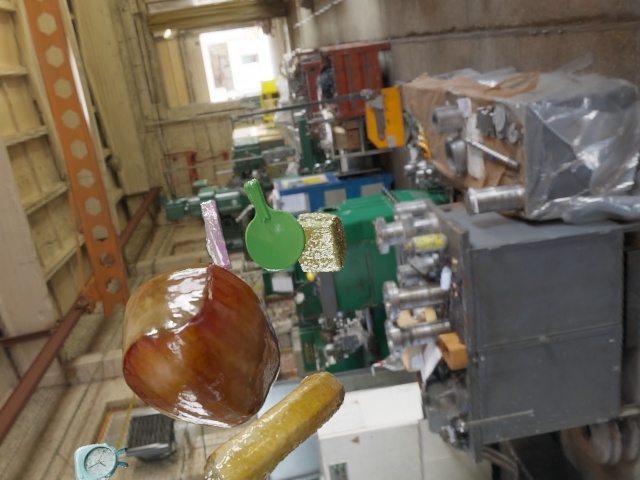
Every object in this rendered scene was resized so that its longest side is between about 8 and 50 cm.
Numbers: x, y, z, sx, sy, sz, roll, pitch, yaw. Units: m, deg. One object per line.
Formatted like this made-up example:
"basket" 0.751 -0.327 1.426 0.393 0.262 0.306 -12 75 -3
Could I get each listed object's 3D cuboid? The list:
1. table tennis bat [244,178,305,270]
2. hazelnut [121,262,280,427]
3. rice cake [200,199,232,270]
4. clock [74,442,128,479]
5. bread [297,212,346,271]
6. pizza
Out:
"table tennis bat" -0.139 -0.042 1.640 0.039 0.160 0.257 -110 -3 -83
"hazelnut" -0.254 0.221 1.293 0.366 0.365 0.366 171 90 -86
"rice cake" -0.260 -0.009 1.517 0.036 0.047 0.207 60 -168 -63
"clock" -0.636 0.647 1.772 0.045 0.147 0.108 110 148 -54
"bread" 0.000 0.000 1.798 0.196 0.138 0.102 74 -160 -43
"pizza" -0.054 0.262 0.832 0.074 0.182 0.365 46 -168 11
